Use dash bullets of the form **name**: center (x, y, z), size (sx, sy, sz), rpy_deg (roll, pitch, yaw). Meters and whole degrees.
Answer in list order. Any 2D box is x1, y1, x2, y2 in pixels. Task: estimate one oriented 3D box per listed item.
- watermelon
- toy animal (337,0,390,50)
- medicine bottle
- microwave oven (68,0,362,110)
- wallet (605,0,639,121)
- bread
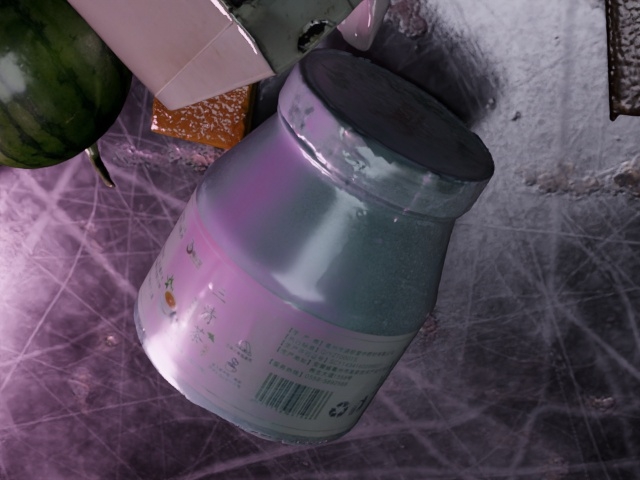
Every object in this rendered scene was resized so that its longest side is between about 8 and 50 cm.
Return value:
- **watermelon**: center (-0.254, -0.153, 1.181), size (0.188, 0.188, 0.214), rpy_deg (-25, 124, 20)
- **toy animal**: center (-0.031, -0.252, 1.124), size (0.193, 0.127, 0.178), rpy_deg (-7, 115, 12)
- **medicine bottle**: center (0.000, 0.000, 1.177), size (0.245, 0.245, 0.290), rpy_deg (30, 113, -4)
- **microwave oven**: center (-0.027, -0.329, 0.904), size (0.333, 0.247, 0.394), rpy_deg (48, 71, -10)
- **wallet**: center (0.309, -0.222, 1.128), size (0.133, 0.039, 0.243), rpy_deg (-1, 115, 18)
- **bread**: center (-0.110, -0.137, 1.243), size (0.094, 0.035, 0.090), rpy_deg (13, 116, 4)
